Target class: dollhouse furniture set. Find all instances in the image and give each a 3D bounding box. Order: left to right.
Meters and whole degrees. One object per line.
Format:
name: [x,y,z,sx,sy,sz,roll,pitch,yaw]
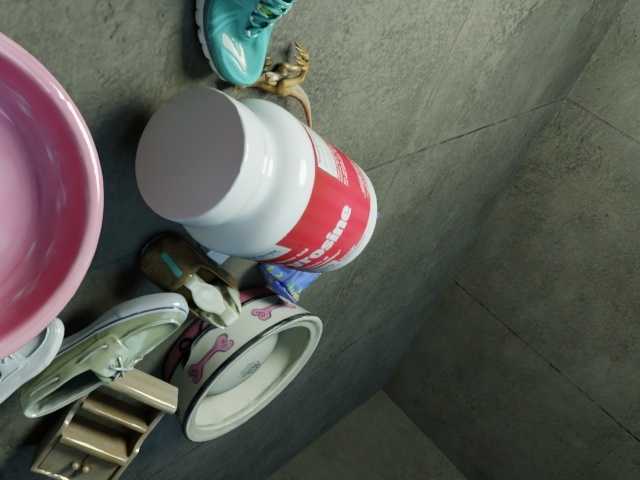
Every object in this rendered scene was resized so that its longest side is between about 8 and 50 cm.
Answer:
dollhouse furniture set: [-0.386,0.428,0.915,0.362,0.394,0.257,33,104,-23]

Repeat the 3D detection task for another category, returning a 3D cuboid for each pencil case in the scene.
pencil case: [0.000,0.000,1.227,0.306,0.119,0.133,-46,-175,-3]

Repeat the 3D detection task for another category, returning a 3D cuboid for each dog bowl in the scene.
dog bowl: [-0.193,0.283,1.316,0.407,0.150,0.408,-37,154,-22]

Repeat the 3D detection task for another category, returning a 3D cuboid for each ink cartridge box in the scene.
ink cartridge box: [-0.172,-0.011,1.050,0.115,0.029,0.063,-45,155,-5]

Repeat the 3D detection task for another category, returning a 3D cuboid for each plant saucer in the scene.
plant saucer: [-0.364,-0.038,0.485,0.332,0.084,0.333,-8,100,-51]

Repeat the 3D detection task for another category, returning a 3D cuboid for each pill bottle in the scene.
pill bottle: [-0.079,-0.079,0.857,0.229,0.229,0.407,-51,155,10]

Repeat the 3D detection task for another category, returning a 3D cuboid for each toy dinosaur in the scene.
toy dinosaur: [-0.056,-0.247,0.864,0.112,0.064,0.211,-39,153,30]

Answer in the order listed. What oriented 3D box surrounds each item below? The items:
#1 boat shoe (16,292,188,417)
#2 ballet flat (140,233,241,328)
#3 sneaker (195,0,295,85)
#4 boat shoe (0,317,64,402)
boat shoe: [-0.348,0.188,0.893,0.302,0.094,0.109,-28,147,-1]
ballet flat: [-0.214,0.099,1.033,0.116,0.124,0.342,-44,156,-10]
sneaker: [-0.077,-0.305,0.661,0.107,0.110,0.275,-26,149,-38]
boat shoe: [-0.473,0.183,0.829,0.184,0.066,0.063,-38,157,3]
